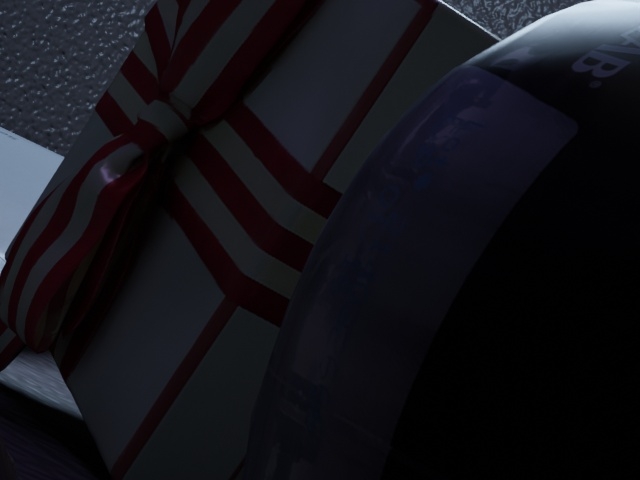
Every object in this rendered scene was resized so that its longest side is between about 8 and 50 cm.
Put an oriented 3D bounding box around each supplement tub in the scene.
[{"bbox_3d":[0.162,0.087,0.331,0.338,0.207,0.207,25,-2,40],"label":"supplement tub"}]

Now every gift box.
[{"bbox_3d":[0.000,0.000,0.794,0.258,0.255,0.276,29,5,-31],"label":"gift box"}]

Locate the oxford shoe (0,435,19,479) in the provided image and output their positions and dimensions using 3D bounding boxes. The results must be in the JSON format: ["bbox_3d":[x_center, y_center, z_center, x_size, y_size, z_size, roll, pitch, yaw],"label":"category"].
[{"bbox_3d":[-0.175,-0.008,0.361,0.271,0.097,0.098,36,-1,24],"label":"oxford shoe"}]

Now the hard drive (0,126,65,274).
[{"bbox_3d":[-0.235,-0.030,1.035,0.233,0.047,0.353,26,9,8],"label":"hard drive"}]
